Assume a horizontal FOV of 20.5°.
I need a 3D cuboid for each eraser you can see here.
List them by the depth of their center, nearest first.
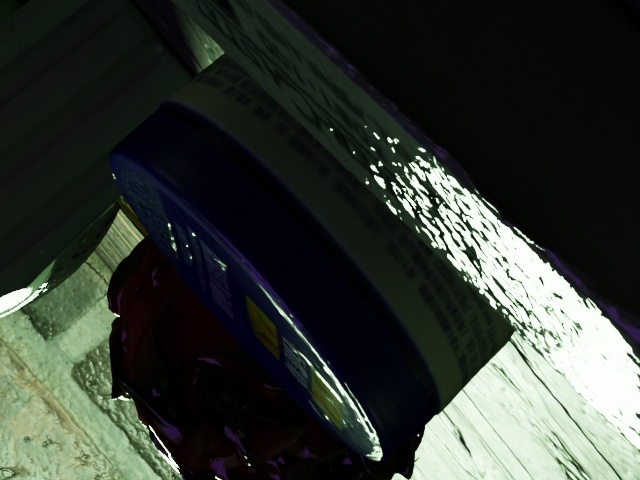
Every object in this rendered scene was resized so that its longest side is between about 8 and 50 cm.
[{"bbox_3d":[0.046,-0.049,0.588,0.352,0.077,0.111,45,168,28],"label":"eraser"}]

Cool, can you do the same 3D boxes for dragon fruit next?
[{"bbox_3d":[-0.025,0.082,1.070,0.274,0.193,0.192,47,151,30],"label":"dragon fruit"}]

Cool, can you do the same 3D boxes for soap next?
[{"bbox_3d":[-0.197,-0.060,1.175,0.145,0.230,0.091,51,170,-4],"label":"soap"}]

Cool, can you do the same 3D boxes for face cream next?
[{"bbox_3d":[0.000,0.000,0.876,0.206,0.111,0.206,47,170,11],"label":"face cream"}]

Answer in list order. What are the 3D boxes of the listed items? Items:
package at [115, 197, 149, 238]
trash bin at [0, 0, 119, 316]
[{"bbox_3d":[-0.126,-0.044,1.390,0.131,0.071,0.047,53,164,-26],"label":"package"},{"bbox_3d":[-0.363,-0.131,1.552,0.432,0.280,0.280,56,169,-13],"label":"trash bin"}]
